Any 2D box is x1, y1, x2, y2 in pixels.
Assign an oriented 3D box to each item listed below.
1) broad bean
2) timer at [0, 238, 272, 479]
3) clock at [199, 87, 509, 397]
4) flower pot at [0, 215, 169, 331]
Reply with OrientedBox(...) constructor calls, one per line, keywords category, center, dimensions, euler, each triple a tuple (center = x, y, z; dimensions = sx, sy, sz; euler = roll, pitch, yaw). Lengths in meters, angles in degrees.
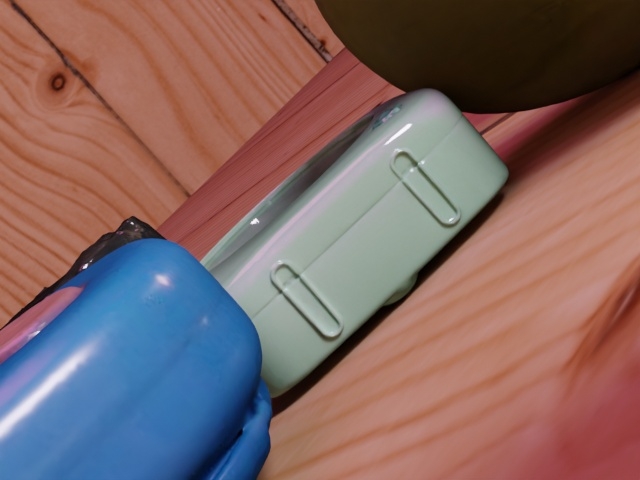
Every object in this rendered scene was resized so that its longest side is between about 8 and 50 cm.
OrientedBox(category="broad bean", center=(0.092, -0.143, 0.634), dimensions=(0.263, 0.189, 0.121), euler=(-43, 26, 44))
OrientedBox(category="timer", center=(-0.172, 0.147, 0.580), dimensions=(0.340, 0.115, 0.309), euler=(-46, 9, -29))
OrientedBox(category="clock", center=(0.000, 0.000, 0.733), dimensions=(0.159, 0.066, 0.211), euler=(-43, 7, -7))
OrientedBox(category="flower pot", center=(-0.125, 0.059, 0.887), dimensions=(0.157, 0.107, 0.157), euler=(-41, 9, 8))
